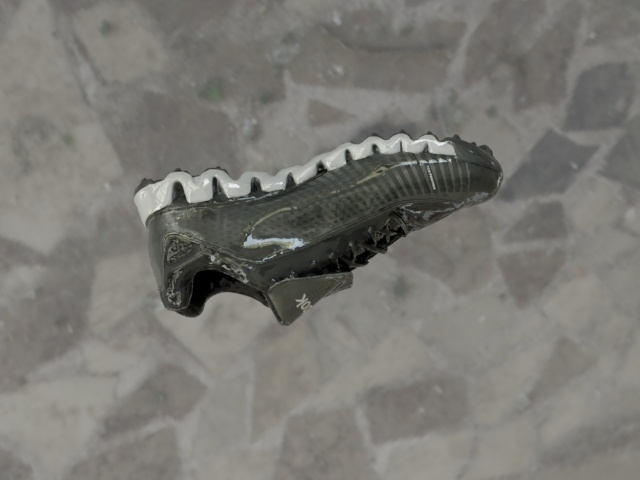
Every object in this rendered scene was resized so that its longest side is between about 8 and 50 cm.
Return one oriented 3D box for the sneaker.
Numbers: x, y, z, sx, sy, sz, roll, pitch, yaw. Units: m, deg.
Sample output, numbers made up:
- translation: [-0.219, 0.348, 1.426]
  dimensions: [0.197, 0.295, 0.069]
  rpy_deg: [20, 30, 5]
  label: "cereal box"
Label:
- translation: [0.000, 0.000, 0.827]
  dimensions: [0.234, 0.106, 0.078]
  rpy_deg: [-9, 158, 10]
  label: "sneaker"
